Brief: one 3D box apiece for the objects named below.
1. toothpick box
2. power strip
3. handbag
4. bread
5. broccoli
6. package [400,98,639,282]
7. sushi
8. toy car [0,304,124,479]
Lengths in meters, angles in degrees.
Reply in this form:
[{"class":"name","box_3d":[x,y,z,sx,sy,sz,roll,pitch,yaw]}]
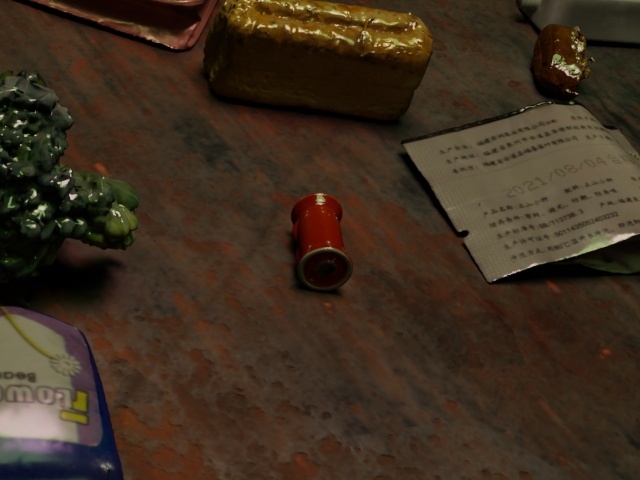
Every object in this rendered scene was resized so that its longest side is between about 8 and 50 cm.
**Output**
[{"class":"toothpick box","box_3d":[0.000,0.000,1.359,0.047,0.047,0.083,8,36,-13]},{"class":"power strip","box_3d":[0.398,-0.271,1.873,0.385,0.062,0.091,1,36,-23]},{"class":"handbag","box_3d":[-0.208,-0.275,1.623,0.212,0.059,0.157,18,36,2]},{"class":"bread","box_3d":[-0.003,-0.179,1.543,0.211,0.114,0.083,6,54,-17]},{"class":"broccoli","box_3d":[-0.225,-0.065,1.276,0.199,0.177,0.275,17,22,9]},{"class":"package","box_3d":[0.227,-0.052,1.514,0.251,0.062,0.204,-7,42,-25]},{"class":"sushi","box_3d":[0.261,-0.192,1.721,0.060,0.061,0.118,19,55,-13]},{"class":"toy car","box_3d":[-0.206,0.123,1.012,0.172,0.158,0.235,2,39,-21]}]
